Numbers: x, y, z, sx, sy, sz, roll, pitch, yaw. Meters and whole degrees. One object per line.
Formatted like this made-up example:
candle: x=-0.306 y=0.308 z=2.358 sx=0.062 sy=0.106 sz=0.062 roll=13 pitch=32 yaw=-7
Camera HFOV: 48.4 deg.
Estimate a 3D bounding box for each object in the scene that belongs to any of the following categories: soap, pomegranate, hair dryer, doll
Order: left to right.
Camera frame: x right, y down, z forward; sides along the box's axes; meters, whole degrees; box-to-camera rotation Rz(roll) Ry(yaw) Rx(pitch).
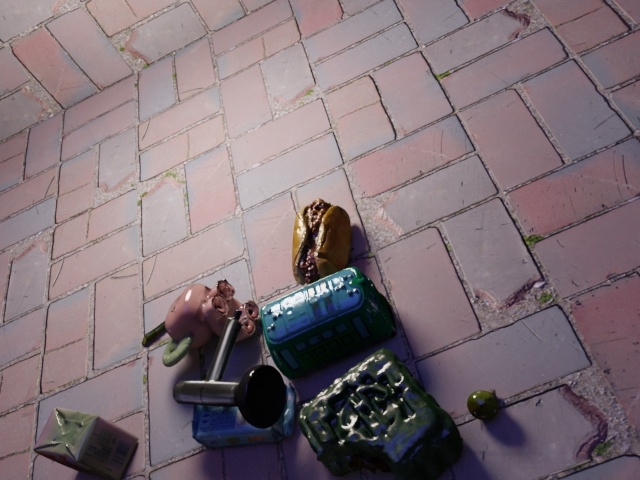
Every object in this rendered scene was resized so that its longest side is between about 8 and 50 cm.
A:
soap: x=-0.651 y=0.567 z=1.983 sx=0.182 sy=0.199 sz=0.139 roll=2 pitch=59 yaw=30
doll: x=-0.350 y=0.246 z=2.114 sx=0.268 sy=0.216 sz=0.284 roll=-36 pitch=22 yaw=33
hair dryer: x=-0.235 y=0.318 z=1.870 sx=0.320 sy=0.155 sz=0.284 roll=4 pitch=75 yaw=38
soap: x=-0.205 y=0.466 z=1.904 sx=0.293 sy=0.077 sz=0.156 roll=-11 pitch=49 yaw=20
pomegranate: x=0.379 y=0.381 z=1.665 sx=0.073 sy=0.073 sz=0.084 roll=-17 pitch=12 yaw=16

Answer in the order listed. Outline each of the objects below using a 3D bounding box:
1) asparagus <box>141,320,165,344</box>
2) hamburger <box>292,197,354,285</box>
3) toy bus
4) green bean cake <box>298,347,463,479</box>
asparagus: x=-0.481 y=0.251 z=2.264 sx=0.236 sy=0.027 sz=0.034 roll=-42 pitch=57 yaw=-7
hamburger: x=0.000 y=0.000 z=2.113 sx=0.155 sy=0.246 sz=0.282 roll=-13 pitch=5 yaw=26
toy bus: x=0.010 y=0.212 z=1.910 sx=0.343 sy=0.199 sz=0.184 roll=-25 pitch=46 yaw=6
green bean cake: x=0.135 y=0.447 z=1.671 sx=0.300 sy=0.169 sz=0.308 roll=-38 pitch=47 yaw=-4
